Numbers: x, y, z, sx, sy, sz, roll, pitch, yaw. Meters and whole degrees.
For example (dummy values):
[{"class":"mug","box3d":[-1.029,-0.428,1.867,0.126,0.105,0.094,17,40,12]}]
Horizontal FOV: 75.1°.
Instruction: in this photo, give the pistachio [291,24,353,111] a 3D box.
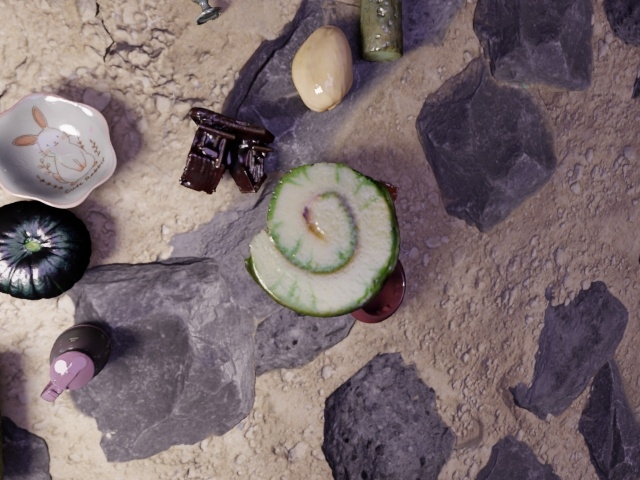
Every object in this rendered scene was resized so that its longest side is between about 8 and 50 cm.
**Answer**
[{"class":"pistachio","box3d":[0.007,-0.411,0.995,0.145,0.117,0.201,2,95,-16]}]

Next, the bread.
[{"class":"bread","box3d":[0.000,0.000,1.005,0.381,0.129,0.367,-20,87,-7]}]

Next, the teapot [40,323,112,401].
[{"class":"teapot","box3d":[-0.520,0.253,0.865,0.148,0.146,0.116,-23,104,-16]}]

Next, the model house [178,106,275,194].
[{"class":"model house","box3d":[-0.208,-0.181,0.934,0.203,0.141,0.164,10,83,-24]}]

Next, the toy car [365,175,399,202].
[{"class":"toy car","box3d":[0.152,-0.138,1.128,0.121,0.035,0.059,14,95,-23]}]

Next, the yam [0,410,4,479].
[{"class":"yam","box3d":[-0.712,0.367,0.798,0.167,0.168,0.305,-2,98,-20]}]

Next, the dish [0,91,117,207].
[{"class":"dish","box3d":[-0.529,-0.175,0.842,0.229,0.081,0.230,0,89,-19]}]

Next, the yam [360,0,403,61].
[{"class":"yam","box3d":[0.152,-0.559,1.039,0.107,0.107,0.194,-5,97,-20]}]

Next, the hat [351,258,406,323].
[{"class":"hat","box3d":[0.142,0.122,1.130,0.205,0.089,0.206,-1,93,-23]}]

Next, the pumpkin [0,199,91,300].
[{"class":"pumpkin","box3d":[-0.563,0.018,0.824,0.201,0.140,0.202,5,79,-26]}]

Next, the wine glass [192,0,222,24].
[{"class":"wine glass","box3d":[-0.275,-0.558,0.895,0.072,0.072,0.155,-29,107,-15]}]
